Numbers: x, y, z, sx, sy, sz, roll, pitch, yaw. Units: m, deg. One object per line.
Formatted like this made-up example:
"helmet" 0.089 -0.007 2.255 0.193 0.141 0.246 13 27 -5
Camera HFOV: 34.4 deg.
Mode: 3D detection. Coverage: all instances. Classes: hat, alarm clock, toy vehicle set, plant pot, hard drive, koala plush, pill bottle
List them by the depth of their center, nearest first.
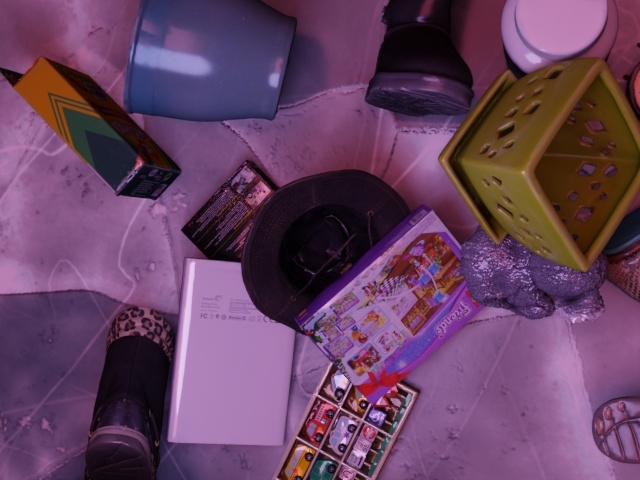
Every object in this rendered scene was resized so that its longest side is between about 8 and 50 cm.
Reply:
"plant pot" 0.322 -0.117 1.522 0.207 0.228 0.227 12 59 50
"pill bottle" 0.372 -0.327 1.617 0.176 0.318 0.176 0 90 12
"koala plush" 0.359 0.041 1.640 0.221 0.203 0.196 9 95 49
"alarm clock" 0.590 -0.240 1.702 0.192 0.064 0.129 25 95 13
"hat" 0.000 0.000 1.762 0.331 0.134 0.331 -12 122 -20
"plant pot" -0.180 -0.322 1.775 0.255 0.271 0.272 13 93 -4
"hard drive" -0.152 0.197 1.821 0.210 0.040 0.319 6 91 -19
"toy vehicle set" 0.045 0.345 1.830 0.166 0.035 0.267 27 95 10

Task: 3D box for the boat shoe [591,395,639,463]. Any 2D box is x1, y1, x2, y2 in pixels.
"boat shoe" 0.620 0.300 1.642 0.355 0.130 0.132 4 87 27

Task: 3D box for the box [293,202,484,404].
"box" 0.129 0.109 1.738 0.293 0.057 0.201 -41 110 0

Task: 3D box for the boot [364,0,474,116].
"boot" 0.193 -0.432 1.645 0.146 0.367 0.445 15 93 -14

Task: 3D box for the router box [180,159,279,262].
"router box" -0.144 -0.036 1.863 0.133 0.046 0.179 45 99 8

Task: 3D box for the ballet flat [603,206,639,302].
"ballet flat" 0.670 -0.072 1.658 0.182 0.164 0.483 43 105 -13

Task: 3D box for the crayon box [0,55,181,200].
"crayon box" -0.408 -0.212 1.838 0.318 0.202 0.081 45 98 8

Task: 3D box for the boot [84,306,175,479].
"boot" -0.339 0.317 1.829 0.138 0.377 0.284 6 55 -4
